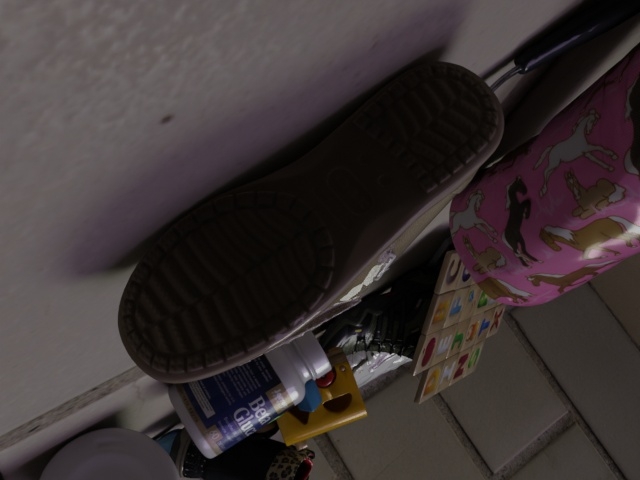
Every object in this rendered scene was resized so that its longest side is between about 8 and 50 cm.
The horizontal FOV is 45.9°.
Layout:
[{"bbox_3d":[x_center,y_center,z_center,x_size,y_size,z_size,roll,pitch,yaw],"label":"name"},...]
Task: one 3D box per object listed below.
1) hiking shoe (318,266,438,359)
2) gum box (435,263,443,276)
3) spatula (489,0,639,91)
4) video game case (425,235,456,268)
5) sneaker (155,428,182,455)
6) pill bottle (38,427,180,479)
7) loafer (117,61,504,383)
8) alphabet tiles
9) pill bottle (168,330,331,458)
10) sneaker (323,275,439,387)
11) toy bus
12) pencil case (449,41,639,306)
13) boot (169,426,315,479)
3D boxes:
[{"bbox_3d":[0.099,0.134,1.103,0.227,0.114,0.086,-32,164,-8],"label":"hiking shoe"},{"bbox_3d":[0.204,0.088,1.286,0.107,0.062,0.188,-19,160,-44],"label":"gum box"},{"bbox_3d":[0.130,-0.105,0.549,0.296,0.030,0.084,-38,178,9],"label":"spatula"},{"bbox_3d":[0.205,0.003,1.113,0.087,0.011,0.122,-29,165,-16],"label":"video game case"},{"bbox_3d":[-0.254,0.330,1.086,0.162,0.063,0.073,-36,161,6],"label":"sneaker"},{"bbox_3d":[-0.243,0.318,0.888,0.152,0.152,0.272,-28,165,-22],"label":"pill bottle"},{"bbox_3d":[0.000,0.000,0.473,0.268,0.102,0.092,-34,160,-1],"label":"loafer"},{"bbox_3d":[0.226,0.085,1.100,0.342,0.011,0.285,-6,115,-59],"label":"alphabet tiles"},{"bbox_3d":[-0.076,0.161,0.849,0.169,0.094,0.094,-31,166,-9],"label":"pill bottle"},{"bbox_3d":[0.094,0.167,1.200,0.305,0.114,0.152,-39,166,20],"label":"sneaker"},{"bbox_3d":[-0.037,0.220,0.999,0.202,0.104,0.191,-14,-171,43],"label":"toy bus"},{"bbox_3d":[0.260,-0.074,0.641,0.160,0.167,0.386,-2,159,-20],"label":"pencil case"},{"bbox_3d":[-0.090,0.299,1.076,0.236,0.178,0.085,-8,109,-73],"label":"boot"}]
